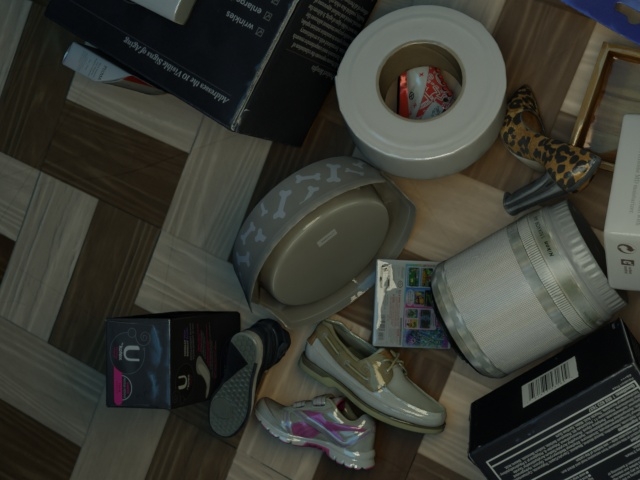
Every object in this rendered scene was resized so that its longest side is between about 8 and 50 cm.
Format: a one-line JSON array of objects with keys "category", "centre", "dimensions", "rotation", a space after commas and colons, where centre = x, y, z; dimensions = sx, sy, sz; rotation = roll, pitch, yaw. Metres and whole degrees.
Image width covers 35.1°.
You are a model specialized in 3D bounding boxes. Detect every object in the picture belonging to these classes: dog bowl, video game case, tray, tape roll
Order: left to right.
[{"category": "dog bowl", "centre": [0.000, 0.000, 1.763], "dimensions": [0.349, 0.348, 0.102], "rotation": [-50, 59, 15]}, {"category": "video game case", "centre": [0.167, 0.115, 1.819], "dimensions": [0.143, 0.019, 0.157], "rotation": [3, 90, -6]}, {"category": "tape roll", "centre": [0.171, -0.250, 1.706], "dimensions": [0.286, 0.100, 0.286], "rotation": [-3, 74, 10]}, {"category": "tray", "centre": [0.629, -0.169, 1.634], "dimensions": [0.411, 0.076, 0.203], "rotation": [20, 97, 23]}]

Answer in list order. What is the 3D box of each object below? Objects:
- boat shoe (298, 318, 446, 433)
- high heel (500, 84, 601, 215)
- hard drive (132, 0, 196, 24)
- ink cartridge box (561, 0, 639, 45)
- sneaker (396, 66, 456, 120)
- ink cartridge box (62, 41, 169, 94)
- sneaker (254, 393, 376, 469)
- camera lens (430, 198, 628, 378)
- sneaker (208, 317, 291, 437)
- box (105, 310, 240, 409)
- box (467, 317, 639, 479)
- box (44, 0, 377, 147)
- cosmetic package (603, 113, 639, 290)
[{"category": "boat shoe", "centre": [0.100, 0.244, 1.828], "dimensions": [0.302, 0.113, 0.103], "rotation": [26, 104, 22]}, {"category": "high heel", "centre": [0.389, -0.178, 1.674], "dimensions": [0.186, 0.093, 0.261], "rotation": [-27, 47, 46]}, {"category": "hard drive", "centre": [-0.331, -0.548, 1.748], "dimensions": [0.353, 0.047, 0.233], "rotation": [30, 101, 23]}, {"category": "ink cartridge box", "centre": [0.575, -0.464, 1.627], "dimensions": [0.303, 0.072, 0.307], "rotation": [35, 85, 19]}, {"category": "sneaker", "centre": [0.210, -0.252, 1.812], "dimensions": [0.145, 0.090, 0.270], "rotation": [3, 75, 2]}, {"category": "ink cartridge box", "centre": [-0.362, -0.309, 1.992], "dimensions": [0.232, 0.189, 0.066], "rotation": [35, 103, 19]}, {"category": "sneaker", "centre": [-0.001, 0.333, 1.883], "dimensions": [0.252, 0.103, 0.111], "rotation": [18, 92, 16]}, {"category": "camera lens", "centre": [0.337, 0.084, 1.672], "dimensions": [0.274, 0.219, 0.219], "rotation": [-31, 78, 19]}, {"category": "sneaker", "centre": [-0.130, 0.253, 1.908], "dimensions": [0.086, 0.163, 0.226], "rotation": [24, 110, 13]}, {"category": "box", "centre": [-0.272, 0.219, 1.900], "dimensions": [0.143, 0.270, 0.165], "rotation": [-2, 88, 22]}, {"category": "box", "centre": [0.436, 0.337, 1.601], "dimensions": [0.296, 0.183, 0.294], "rotation": [-33, 100, 19]}, {"category": "box", "centre": [-0.168, -0.495, 1.855], "dimensions": [0.480, 0.297, 0.472], "rotation": [33, 100, 21]}, {"category": "cosmetic package", "centre": [0.655, -0.041, 1.448], "dimensions": [0.453, 0.161, 0.230], "rotation": [6, 59, 23]}]
